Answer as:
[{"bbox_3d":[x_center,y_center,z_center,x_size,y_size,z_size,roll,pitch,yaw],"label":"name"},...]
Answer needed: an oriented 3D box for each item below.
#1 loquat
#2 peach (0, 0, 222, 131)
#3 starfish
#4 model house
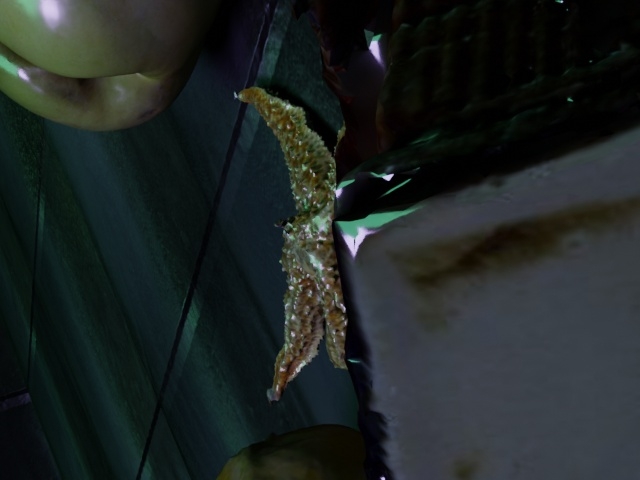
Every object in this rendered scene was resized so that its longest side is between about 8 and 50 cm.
[{"bbox_3d":[0.000,0.234,0.970,0.179,0.179,0.227,63,-172,23],"label":"loquat"},{"bbox_3d":[-0.202,-0.248,1.068,0.292,0.247,0.292,-2,-90,-89],"label":"peach"},{"bbox_3d":[0.002,0.027,0.982,0.301,0.084,0.293,15,117,58],"label":"starfish"},{"bbox_3d":[0.145,-0.050,0.520,0.282,0.297,0.317,-86,-14,-46],"label":"model house"}]
